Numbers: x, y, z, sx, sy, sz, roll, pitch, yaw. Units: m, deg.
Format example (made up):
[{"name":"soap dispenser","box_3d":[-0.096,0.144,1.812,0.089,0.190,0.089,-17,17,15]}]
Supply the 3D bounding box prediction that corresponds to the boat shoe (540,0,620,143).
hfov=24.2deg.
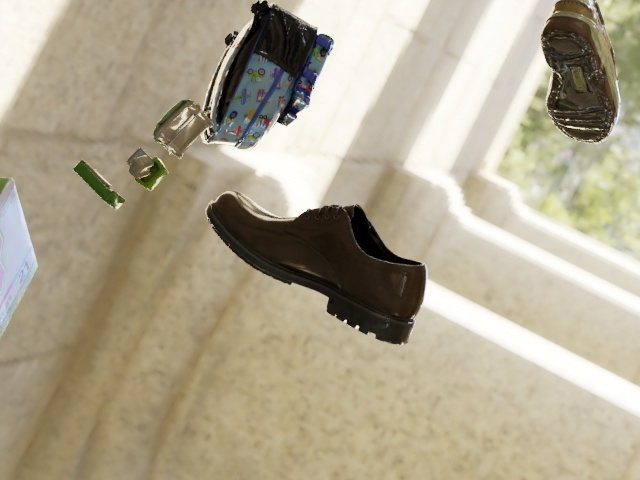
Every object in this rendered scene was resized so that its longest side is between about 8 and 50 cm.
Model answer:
[{"name":"boat shoe","box_3d":[0.243,-0.161,1.357,0.190,0.068,0.072,70,36,-59]}]

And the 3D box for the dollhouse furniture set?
[{"name":"dollhouse furniture set","box_3d":[-0.194,-0.107,1.645,0.151,0.058,0.076,-46,158,1]}]

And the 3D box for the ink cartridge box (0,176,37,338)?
[{"name":"ink cartridge box","box_3d":[-0.376,-0.006,1.463,0.255,0.097,0.188,86,16,-45]}]

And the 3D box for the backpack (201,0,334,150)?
[{"name":"backpack","box_3d":[-0.075,-0.187,1.849,0.173,0.117,0.158,-69,-166,-19]}]

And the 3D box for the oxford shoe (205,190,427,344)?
[{"name":"oxford shoe","box_3d":[0.000,0.000,1.335,0.083,0.227,0.096,-11,125,-64]}]
